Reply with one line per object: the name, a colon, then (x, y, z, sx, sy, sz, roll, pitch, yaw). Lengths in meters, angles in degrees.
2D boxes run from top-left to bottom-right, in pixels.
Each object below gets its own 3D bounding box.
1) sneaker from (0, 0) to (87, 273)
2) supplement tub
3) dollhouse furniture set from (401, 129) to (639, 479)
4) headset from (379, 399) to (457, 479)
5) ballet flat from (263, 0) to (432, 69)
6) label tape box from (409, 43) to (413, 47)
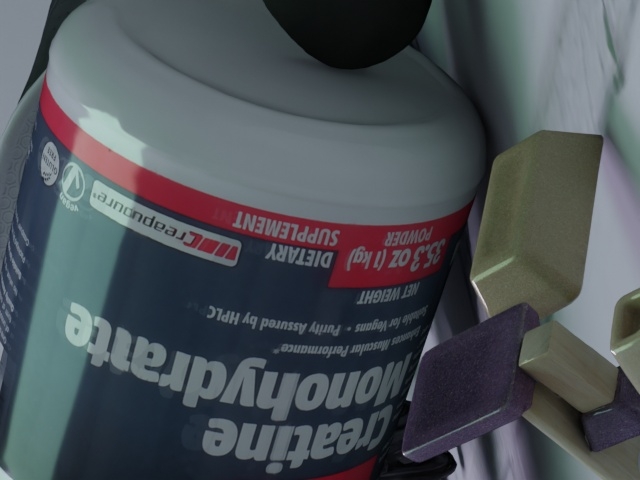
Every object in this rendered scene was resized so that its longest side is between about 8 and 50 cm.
sneaker: (-0.116, -0.095, 1.009, 0.147, 0.104, 0.296, -156, 84, -78)
supplement tub: (-0.050, 0.039, 0.798, 0.191, 0.191, 0.272, -105, 29, -63)
dollhouse furniture set: (0.091, 0.020, 0.493, 0.081, 0.091, 0.114, 37, -134, -23)
headset: (0.008, 0.221, 1.348, 0.394, 0.185, 0.243, 124, 137, -63)
ballet flat: (0.003, -0.189, 0.656, 0.096, 0.095, 0.280, -135, 32, -64)
label tape box: (-0.036, 0.025, 1.036, 0.241, 0.106, 0.334, -105, 26, -61)
